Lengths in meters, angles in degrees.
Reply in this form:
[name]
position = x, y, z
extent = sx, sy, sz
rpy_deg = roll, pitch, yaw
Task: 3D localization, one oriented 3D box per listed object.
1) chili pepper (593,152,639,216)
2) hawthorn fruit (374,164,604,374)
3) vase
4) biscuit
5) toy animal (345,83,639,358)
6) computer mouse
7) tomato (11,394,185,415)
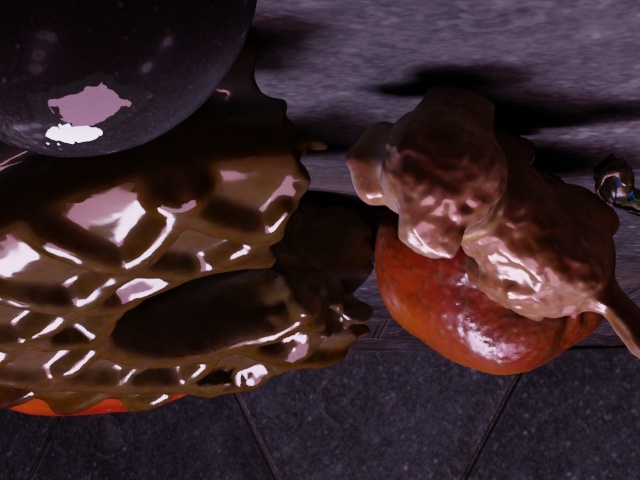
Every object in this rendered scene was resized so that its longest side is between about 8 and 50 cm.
[chili pepper]
position = 0.358, -0.038, 0.900
extent = 0.388, 0.110, 0.110
rpy_deg = -6, 170, 20
[hawthorn fruit]
position = 0.094, 0.007, 1.160
extent = 0.165, 0.165, 0.285
rpy_deg = 5, -173, -29
[vase]
position = -0.093, -0.103, 0.477
extent = 0.120, 0.120, 0.183
rpy_deg = -3, 156, 21
[biscuit]
position = -0.108, 0.013, 0.932
extent = 0.268, 0.115, 0.366
rpy_deg = -16, 157, 4
[toy animal]
position = 0.115, -0.008, 0.910
extent = 0.184, 0.104, 0.185
rpy_deg = 45, -177, 27
[computer mouse]
position = 0.000, 0.000, 1.294
extent = 0.099, 0.057, 0.172
rpy_deg = -8, 167, 30
[tomato]
position = -0.167, 0.042, 1.190
extent = 0.260, 0.180, 0.260
rpy_deg = -8, 173, -1
